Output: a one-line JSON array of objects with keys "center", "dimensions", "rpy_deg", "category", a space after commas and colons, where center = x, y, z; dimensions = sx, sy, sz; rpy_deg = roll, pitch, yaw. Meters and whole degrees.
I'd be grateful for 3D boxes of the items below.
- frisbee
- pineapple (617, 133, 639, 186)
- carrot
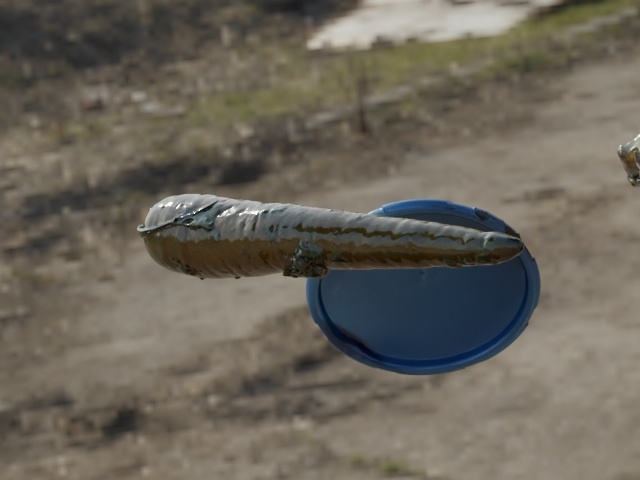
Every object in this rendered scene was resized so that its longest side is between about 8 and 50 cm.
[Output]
[{"center": [0.106, 0.044, 2.039], "dimensions": [0.242, 0.242, 0.045], "rpy_deg": [-5, 40, 6], "category": "frisbee"}, {"center": [0.217, -0.058, 1.021], "dimensions": [0.137, 0.116, 0.069], "rpy_deg": [3, -8, 39], "category": "pineapple"}, {"center": [0.000, 0.000, 1.026], "dimensions": [0.254, 0.049, 0.049], "rpy_deg": [2, 15, 41], "category": "carrot"}]
